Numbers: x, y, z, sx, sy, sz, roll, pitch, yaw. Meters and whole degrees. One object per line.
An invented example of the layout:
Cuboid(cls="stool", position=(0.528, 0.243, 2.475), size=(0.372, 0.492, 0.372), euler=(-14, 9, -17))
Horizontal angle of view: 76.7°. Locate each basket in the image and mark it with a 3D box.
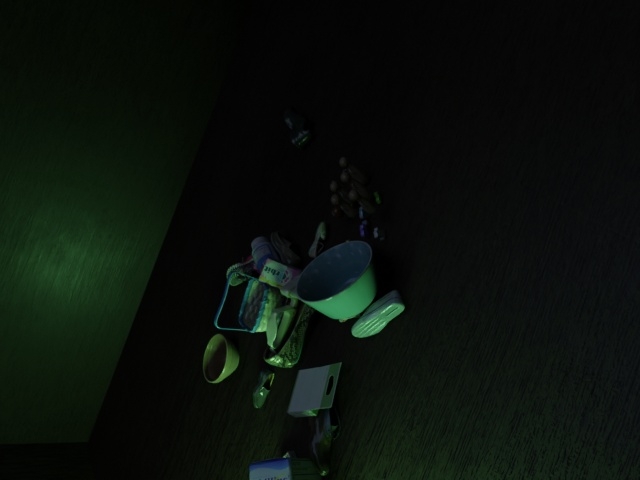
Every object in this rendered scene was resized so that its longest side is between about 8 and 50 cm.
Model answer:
Cuboid(cls="basket", position=(-0.312, 0.290, 1.814), size=(0.201, 0.289, 0.255), euler=(13, 83, 52))

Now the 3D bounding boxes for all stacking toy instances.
Cuboid(cls="stacking toy", position=(0.170, -0.075, 1.597), size=(0.167, 0.052, 0.221), euler=(-24, 56, 42))

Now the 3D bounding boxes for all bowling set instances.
Cuboid(cls="bowling set", position=(0.090, -0.174, 1.596), size=(0.200, 0.154, 0.287), euler=(-41, 30, 23))

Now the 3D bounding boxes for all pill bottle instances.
Cuboid(cls="pill bottle", position=(-0.257, 0.084, 1.936), size=(0.124, 0.124, 0.221), euler=(-52, 43, 21))

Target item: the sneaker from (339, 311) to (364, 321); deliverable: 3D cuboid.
Cuboid(cls="sneaker", position=(0.106, 0.277, 1.522), size=(0.161, 0.057, 0.075), euler=(15, 101, 51))

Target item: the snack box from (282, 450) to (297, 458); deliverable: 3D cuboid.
Cuboid(cls="snack box", position=(-0.111, 0.882, 1.511), size=(0.100, 0.037, 0.141), euler=(-56, 40, 18))

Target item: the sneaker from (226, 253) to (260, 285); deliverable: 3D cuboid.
Cuboid(cls="sneaker", position=(-0.387, 0.168, 2.098), size=(0.299, 0.121, 0.112), euler=(-33, 52, 36))

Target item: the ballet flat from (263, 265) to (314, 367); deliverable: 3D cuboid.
Cuboid(cls="ballet flat", position=(-0.112, 0.291, 1.663), size=(0.164, 0.182, 0.483), euler=(20, 89, 53))

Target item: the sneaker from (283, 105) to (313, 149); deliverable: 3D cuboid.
Cuboid(cls="sneaker", position=(-0.105, -0.617, 2.146), size=(0.130, 0.109, 0.286), euler=(-35, 58, 27))

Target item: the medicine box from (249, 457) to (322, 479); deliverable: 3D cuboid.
Cuboid(cls="medicine box", position=(-0.097, 0.863, 1.294), size=(0.149, 0.263, 0.289), euler=(-17, 57, 14))

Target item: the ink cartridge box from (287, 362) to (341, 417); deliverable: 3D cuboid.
Cuboid(cls="ink cartridge box", position=(-0.010, 0.549, 1.482), size=(0.235, 0.056, 0.171), euler=(-24, 35, 39))

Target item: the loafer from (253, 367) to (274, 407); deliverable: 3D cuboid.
Cuboid(cls="loafer", position=(-0.248, 0.648, 1.764), size=(0.061, 0.062, 0.170), euler=(2, 77, 46))

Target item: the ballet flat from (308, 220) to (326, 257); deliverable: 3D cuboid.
Cuboid(cls="ballet flat", position=(0.000, 0.000, 1.778), size=(0.052, 0.057, 0.168), euler=(25, 97, 24))

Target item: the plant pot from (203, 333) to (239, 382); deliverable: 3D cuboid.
Cuboid(cls="plant pot", position=(-0.485, 0.592, 2.030), size=(0.237, 0.110, 0.237), euler=(-23, 58, 42))

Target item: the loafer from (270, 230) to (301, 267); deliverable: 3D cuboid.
Cuboid(cls="loafer", position=(-0.157, 0.041, 1.921), size=(0.087, 0.094, 0.251), euler=(-35, 54, 3))

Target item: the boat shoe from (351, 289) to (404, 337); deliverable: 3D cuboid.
Cuboid(cls="boat shoe", position=(0.199, 0.256, 1.405), size=(0.226, 0.083, 0.076), euler=(-38, 29, 25))

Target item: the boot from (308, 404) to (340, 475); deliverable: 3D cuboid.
Cuboid(cls="boot", position=(0.018, 0.687, 1.410), size=(0.106, 0.082, 0.219), euler=(-42, 44, 34))

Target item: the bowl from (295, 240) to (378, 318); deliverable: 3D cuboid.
Cuboid(cls="bowl", position=(0.081, 0.161, 1.452), size=(0.311, 0.163, 0.311), euler=(-27, 25, 14))

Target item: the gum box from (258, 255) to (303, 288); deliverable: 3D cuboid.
Cuboid(cls="gum box", position=(-0.166, 0.157, 1.797), size=(0.062, 0.188, 0.107), euler=(-114, 47, -82))
